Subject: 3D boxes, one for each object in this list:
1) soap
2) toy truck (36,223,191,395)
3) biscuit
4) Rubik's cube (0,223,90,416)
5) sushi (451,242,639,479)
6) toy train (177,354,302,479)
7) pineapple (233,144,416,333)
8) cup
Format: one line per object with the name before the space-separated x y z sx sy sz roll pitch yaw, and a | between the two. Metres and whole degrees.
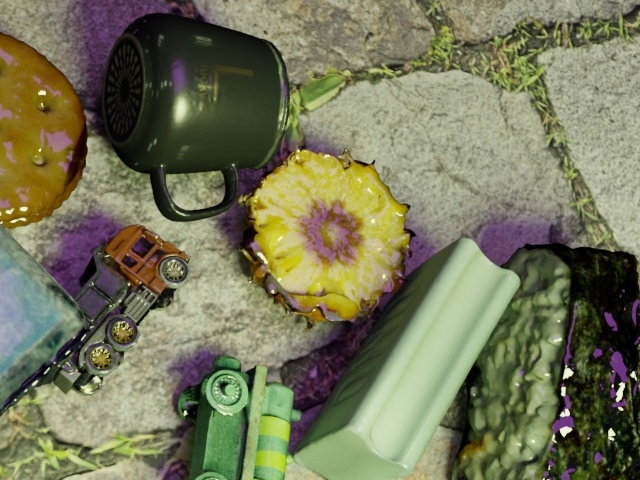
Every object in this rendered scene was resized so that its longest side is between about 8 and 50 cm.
soap | 0.092 0.135 1.471 0.087 0.160 0.265 38 60 -6
toy truck | -0.217 0.071 1.394 0.092 0.083 0.192 39 60 -1
biscuit | -0.342 -0.115 1.417 0.220 0.066 0.221 9 67 -23
Rubik's cube | -0.435 0.090 1.151 0.318 0.313 0.316 48 59 -3
sushi | 0.263 0.178 1.514 0.170 0.211 0.350 16 70 -24
toy train | -0.081 0.220 1.402 0.132 0.083 0.200 18 64 -21
pineapple | 0.000 0.000 1.528 0.224 0.076 0.225 8 68 -20
cup | -0.130 -0.126 1.471 0.176 0.169 0.223 2 75 -33
